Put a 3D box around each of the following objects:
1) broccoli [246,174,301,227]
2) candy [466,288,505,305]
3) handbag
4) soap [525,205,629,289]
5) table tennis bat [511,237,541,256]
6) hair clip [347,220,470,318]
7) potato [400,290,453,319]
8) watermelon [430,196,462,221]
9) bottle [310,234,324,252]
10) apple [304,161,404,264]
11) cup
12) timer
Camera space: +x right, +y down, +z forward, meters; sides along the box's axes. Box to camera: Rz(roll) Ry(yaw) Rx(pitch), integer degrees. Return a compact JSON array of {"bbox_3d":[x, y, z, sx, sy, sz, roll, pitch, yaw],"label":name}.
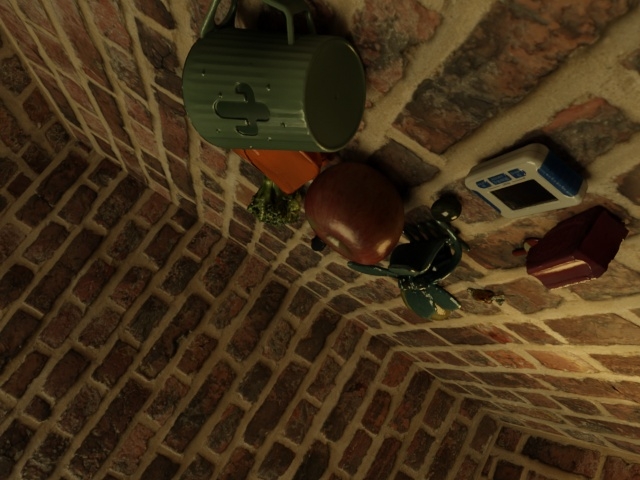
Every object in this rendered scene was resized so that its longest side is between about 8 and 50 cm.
[{"bbox_3d":[-0.185,-0.195,2.071,0.288,0.248,0.245,35,129,30],"label":"broccoli"},{"bbox_3d":[0.645,0.223,1.912,0.053,0.046,0.182,43,162,-23],"label":"candy"},{"bbox_3d":[-0.138,-0.323,1.710,0.303,0.116,0.410,40,161,-13],"label":"handbag"},{"bbox_3d":[0.628,0.034,1.232,0.099,0.162,0.250,33,162,1],"label":"soap"},{"bbox_3d":[0.636,0.028,1.455,0.098,0.019,0.155,37,159,-13],"label":"table tennis bat"},{"bbox_3d":[0.350,0.082,1.718,0.392,0.238,0.318,35,162,-14],"label":"hair clip"},{"bbox_3d":[0.471,0.267,2.159,0.251,0.159,0.174,25,-173,-4],"label":"potato"},{"bbox_3d":[0.379,-0.093,1.476,0.078,0.078,0.111,37,163,-14],"label":"watermelon"},{"bbox_3d":[0.000,0.000,2.396,0.082,0.072,0.244,44,163,2],"label":"bottle"},{"bbox_3d":[0.118,-0.098,1.592,0.345,0.269,0.345,34,165,10],"label":"apple"},{"bbox_3d":[-0.133,-0.395,1.195,0.392,0.310,0.401,14,157,34],"label":"cup"},{"bbox_3d":[0.484,-0.140,1.163,0.178,0.078,0.253,35,164,-13],"label":"timer"}]
